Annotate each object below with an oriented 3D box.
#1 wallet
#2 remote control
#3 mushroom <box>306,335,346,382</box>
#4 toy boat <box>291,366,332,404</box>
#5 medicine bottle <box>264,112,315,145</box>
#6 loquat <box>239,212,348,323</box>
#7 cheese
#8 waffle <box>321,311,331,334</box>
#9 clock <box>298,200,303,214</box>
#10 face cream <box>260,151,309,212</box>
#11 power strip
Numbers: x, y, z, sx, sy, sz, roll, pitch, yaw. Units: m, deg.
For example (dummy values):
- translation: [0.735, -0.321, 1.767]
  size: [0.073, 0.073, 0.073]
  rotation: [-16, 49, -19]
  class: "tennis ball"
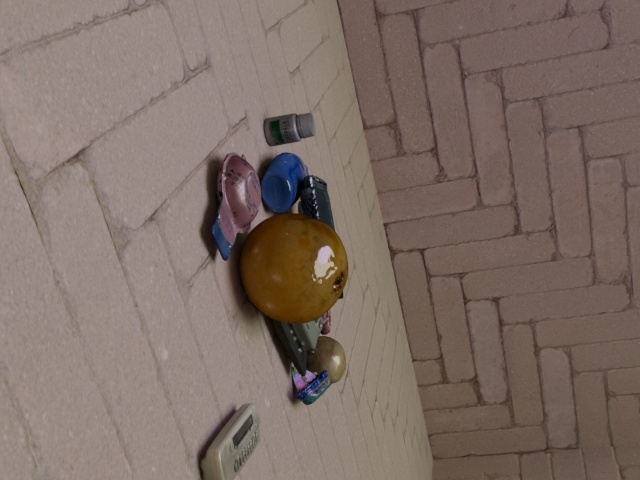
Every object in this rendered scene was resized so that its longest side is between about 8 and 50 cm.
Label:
- translation: [0.000, 0.000, 2.074]
  size: [0.237, 0.075, 0.342]
  rotation: [13, 68, -81]
  class: "wallet"
- translation: [-0.173, 0.402, 1.466]
  size: [0.230, 0.049, 0.090]
  rotation: [-36, 116, -74]
  class: "remote control"
- translation: [0.017, 0.341, 2.128]
  size: [0.148, 0.112, 0.148]
  rotation: [-9, 90, -78]
  class: "mushroom"
- translation: [-0.040, 0.379, 1.985]
  size: [0.110, 0.091, 0.175]
  rotation: [49, 17, 6]
  class: "toy boat"
- translation: [-0.083, -0.310, 2.060]
  size: [0.080, 0.130, 0.080]
  rotation: [-8, 90, -75]
  class: "medicine bottle"
- translation: [-0.064, 0.068, 1.729]
  size: [0.263, 0.262, 0.263]
  rotation: [-8, 90, -76]
  class: "loquat"
- translation: [-0.189, -0.081, 1.635]
  size: [0.286, 0.074, 0.189]
  rotation: [-78, 155, -45]
  class: "cheese"
- translation: [-0.008, 0.157, 2.193]
  size: [0.221, 0.055, 0.234]
  rotation: [72, 8, -46]
  class: "waffle"
- translation: [-0.049, -0.082, 2.300]
  size: [0.085, 0.017, 0.085]
  rotation: [-8, 90, -76]
  class: "clock"
- translation: [-0.092, -0.168, 2.041]
  size: [0.264, 0.083, 0.149]
  rotation: [-56, 144, -70]
  class: "face cream"
- translation: [-0.058, 0.185, 1.960]
  size: [0.251, 0.092, 0.257]
  rotation: [-79, 156, -50]
  class: "power strip"
